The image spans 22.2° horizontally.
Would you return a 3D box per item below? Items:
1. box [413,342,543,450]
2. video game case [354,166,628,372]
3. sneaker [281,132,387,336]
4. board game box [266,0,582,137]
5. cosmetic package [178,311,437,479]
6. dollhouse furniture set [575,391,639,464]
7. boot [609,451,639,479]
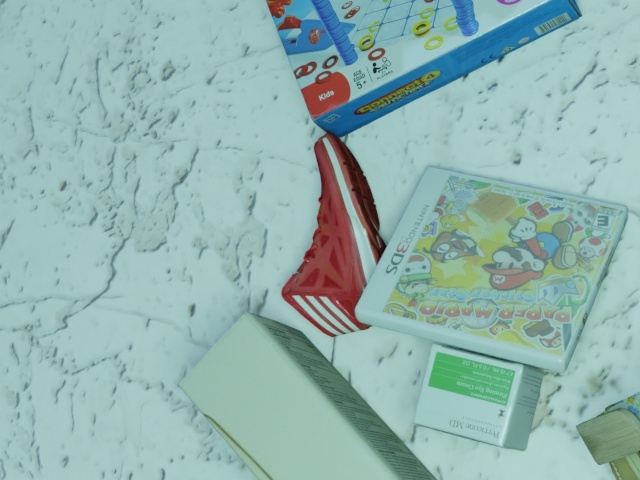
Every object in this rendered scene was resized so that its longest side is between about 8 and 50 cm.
[{"bbox_3d":[0.162,0.161,1.663,0.101,0.102,0.087,13,86,22],"label":"box"},{"bbox_3d":[0.177,0.024,1.676,0.227,0.026,0.206,13,55,23],"label":"video game case"},{"bbox_3d":[0.000,0.000,1.769,0.128,0.087,0.221,-22,71,14],"label":"sneaker"},{"bbox_3d":[0.085,-0.316,1.799,0.308,0.086,0.302,-26,71,15],"label":"board game box"},{"bbox_3d":[0.012,0.226,1.678,0.113,0.160,0.309,-47,66,7],"label":"cosmetic package"},{"bbox_3d":[0.401,0.200,1.480,0.212,0.161,0.242,-27,84,-26],"label":"dollhouse furniture set"},{"bbox_3d":[0.278,0.346,1.587,0.203,0.095,0.262,-25,76,16],"label":"boot"}]
